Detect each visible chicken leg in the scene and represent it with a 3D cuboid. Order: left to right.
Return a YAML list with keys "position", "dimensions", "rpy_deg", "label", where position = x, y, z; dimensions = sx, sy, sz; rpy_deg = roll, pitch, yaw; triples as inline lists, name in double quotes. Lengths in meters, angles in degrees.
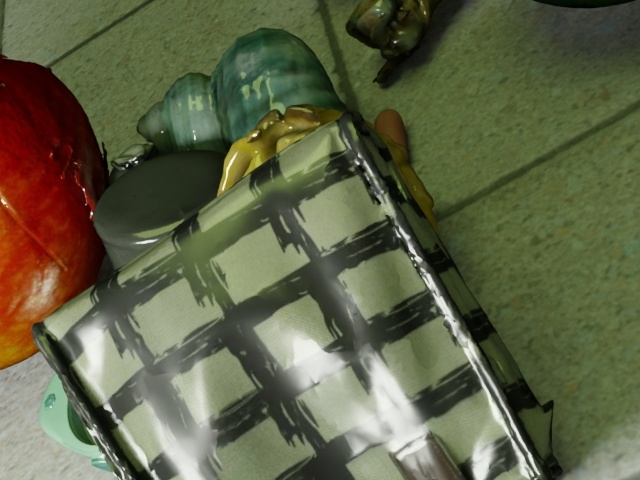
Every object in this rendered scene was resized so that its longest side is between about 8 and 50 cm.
- position: [0.163, -0.369, 1.598]
  dimensions: [0.429, 0.152, 0.201]
  rpy_deg: [-55, 0, -7]
  label: "chicken leg"

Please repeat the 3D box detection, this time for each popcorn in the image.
- position: [0.000, 0.000, 1.310]
  dimensions: [0.250, 0.190, 0.250]
  rpy_deg: [-13, 62, 26]
  label: "popcorn"

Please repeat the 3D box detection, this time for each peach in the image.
- position: [-0.391, -0.032, 1.550]
  dimensions: [0.370, 0.370, 0.370]
  rpy_deg: [-24, 38, 20]
  label: "peach"

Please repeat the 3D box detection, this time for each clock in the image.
- position: [-0.182, 0.154, 1.381]
  dimensions: [0.211, 0.066, 0.159]
  rpy_deg: [28, 85, 48]
  label: "clock"

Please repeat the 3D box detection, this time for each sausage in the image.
- position: [0.074, -0.105, 1.487]
  dimensions: [0.034, 0.034, 0.083]
  rpy_deg: [-25, 39, 18]
  label: "sausage"

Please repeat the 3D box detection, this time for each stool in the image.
- position: [-0.143, -0.016, 1.468]
  dimensions: [0.153, 0.139, 0.228]
  rpy_deg: [-14, 35, 6]
  label: "stool"

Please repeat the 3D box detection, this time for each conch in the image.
- position: [-0.070, -0.125, 1.538]
  dimensions: [0.277, 0.195, 0.220]
  rpy_deg: [6, 81, 15]
  label: "conch"

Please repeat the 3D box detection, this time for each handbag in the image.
- position: [-0.014, 0.119, 1.107]
  dimensions: [0.325, 0.162, 0.327]
  rpy_deg: [-34, 72, 11]
  label: "handbag"

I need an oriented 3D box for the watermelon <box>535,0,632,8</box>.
- position: [0.275, -0.396, 1.375]
  dimensions: [0.363, 0.363, 0.363]
  rpy_deg: [-24, 38, 20]
  label: "watermelon"
